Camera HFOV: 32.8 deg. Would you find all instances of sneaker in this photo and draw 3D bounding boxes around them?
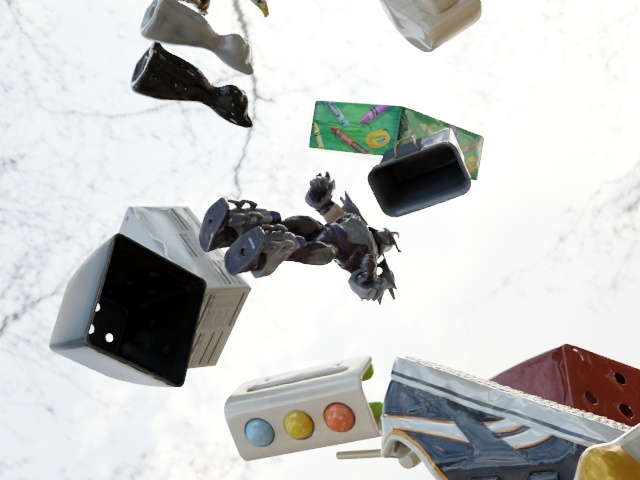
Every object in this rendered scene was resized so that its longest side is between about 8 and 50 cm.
[{"bbox_3d":[0.209,0.222,1.156,0.126,0.321,0.127,21,-96,-56],"label":"sneaker"}]

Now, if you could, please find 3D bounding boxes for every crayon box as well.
[{"bbox_3d":[0.128,-0.159,1.763,0.278,0.165,0.081,9,-90,-55],"label":"crayon box"}]

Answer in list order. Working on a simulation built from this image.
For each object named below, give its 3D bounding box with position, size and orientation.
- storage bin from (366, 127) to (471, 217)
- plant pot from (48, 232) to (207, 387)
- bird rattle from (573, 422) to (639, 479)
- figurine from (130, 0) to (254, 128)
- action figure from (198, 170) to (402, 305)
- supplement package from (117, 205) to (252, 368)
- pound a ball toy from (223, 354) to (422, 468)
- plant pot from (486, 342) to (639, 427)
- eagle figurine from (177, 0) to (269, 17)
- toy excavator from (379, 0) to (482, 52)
[{"bbox_3d":[0.139,-0.108,1.533,0.098,0.135,0.091,62,-159,-23],"label":"storage bin"},{"bbox_3d":[-0.317,0.123,1.710,0.187,0.167,0.188,32,-124,-36],"label":"plant pot"},{"bbox_3d":[0.201,0.185,0.641,0.253,0.143,0.207,-4,-54,-23],"label":"bird rattle"},{"bbox_3d":[-0.201,-0.300,1.832,0.209,0.215,0.092,22,-43,-25],"label":"figurine"},{"bbox_3d":[0.000,0.000,1.330,0.285,0.185,0.099,0,-48,-42],"label":"action figure"},{"bbox_3d":[-0.285,0.090,2.091,0.145,0.262,0.204,-1,-52,-40],"label":"supplement package"},{"bbox_3d":[0.009,0.339,1.941,0.208,0.319,0.136,71,-157,-13],"label":"pound a ball toy"},{"bbox_3d":[0.357,0.299,1.512,0.267,0.267,0.236,-86,21,-48],"label":"plant pot"},{"bbox_3d":[-0.128,-0.505,1.927,0.298,0.226,0.225,-33,-57,17],"label":"eagle figurine"},{"bbox_3d":[0.019,-0.476,1.266,0.222,0.445,0.433,-33,-23,-8],"label":"toy excavator"}]
